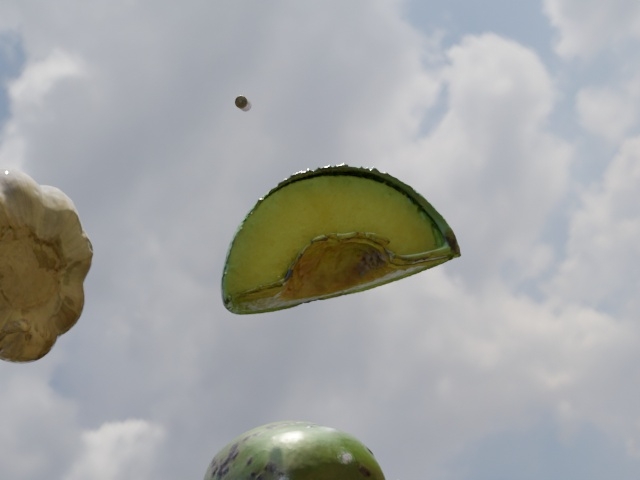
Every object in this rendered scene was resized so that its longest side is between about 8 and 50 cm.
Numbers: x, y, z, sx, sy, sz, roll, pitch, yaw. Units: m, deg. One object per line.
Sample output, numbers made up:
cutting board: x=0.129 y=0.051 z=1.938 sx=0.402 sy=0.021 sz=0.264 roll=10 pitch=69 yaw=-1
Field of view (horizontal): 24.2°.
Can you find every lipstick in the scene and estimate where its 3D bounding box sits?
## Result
lipstick: x=-0.106 y=-0.189 z=2.056 sx=0.019 sy=0.019 sz=0.094 roll=-54 pitch=1 yaw=3

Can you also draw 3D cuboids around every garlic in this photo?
garlic: x=-0.367 y=0.027 z=1.710 sx=0.228 sy=0.152 sz=0.228 roll=-6 pitch=-81 yaw=-46

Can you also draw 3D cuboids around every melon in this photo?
melon: x=0.000 y=0.000 z=1.657 sx=0.265 sy=0.129 sz=0.169 roll=-13 pitch=-11 yaw=-13

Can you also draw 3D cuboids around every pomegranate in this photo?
pomegranate: x=-0.002 y=0.344 z=1.925 sx=0.323 sy=0.291 sz=0.291 roll=-26 pitch=-32 yaw=-11
